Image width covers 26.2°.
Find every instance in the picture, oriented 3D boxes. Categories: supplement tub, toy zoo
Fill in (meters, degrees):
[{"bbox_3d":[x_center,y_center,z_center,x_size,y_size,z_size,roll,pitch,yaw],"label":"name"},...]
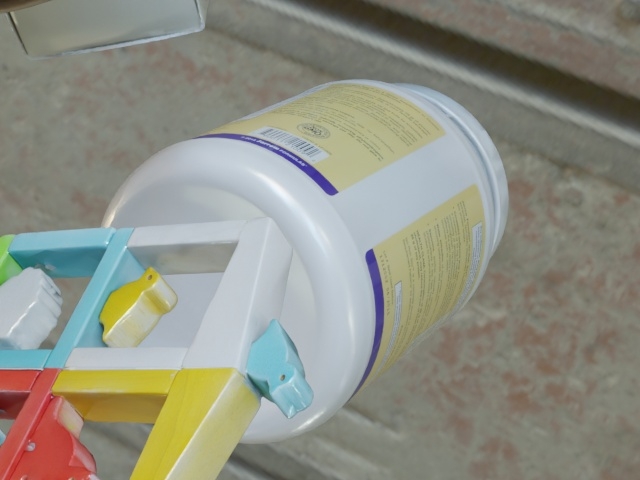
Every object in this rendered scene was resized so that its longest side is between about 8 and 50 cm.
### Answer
[{"bbox_3d":[0.000,0.000,1.143,0.241,0.331,0.241,11,112,28],"label":"supplement tub"},{"bbox_3d":[-0.133,0.073,0.705,0.293,0.192,0.030,-3,138,33],"label":"toy zoo"}]

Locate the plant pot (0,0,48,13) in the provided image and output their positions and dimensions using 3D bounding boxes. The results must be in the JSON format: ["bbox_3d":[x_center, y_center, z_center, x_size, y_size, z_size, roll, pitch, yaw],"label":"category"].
[{"bbox_3d":[-0.254,-0.275,0.813,0.263,0.263,0.229,-13,78,38],"label":"plant pot"}]

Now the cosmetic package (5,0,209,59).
[{"bbox_3d":[-0.162,-0.287,1.102,0.153,0.296,0.129,-7,131,9],"label":"cosmetic package"}]
